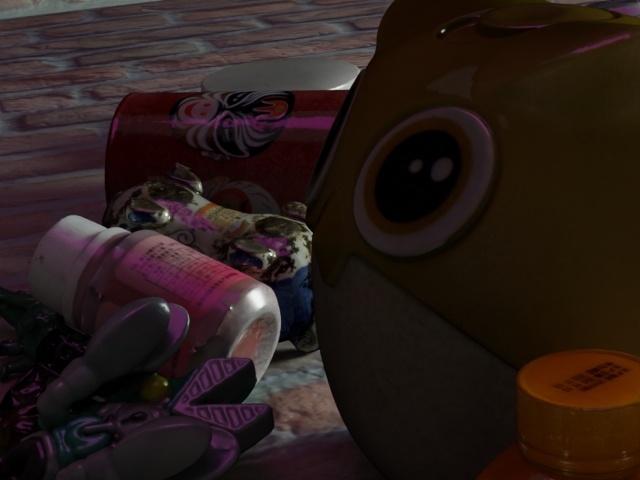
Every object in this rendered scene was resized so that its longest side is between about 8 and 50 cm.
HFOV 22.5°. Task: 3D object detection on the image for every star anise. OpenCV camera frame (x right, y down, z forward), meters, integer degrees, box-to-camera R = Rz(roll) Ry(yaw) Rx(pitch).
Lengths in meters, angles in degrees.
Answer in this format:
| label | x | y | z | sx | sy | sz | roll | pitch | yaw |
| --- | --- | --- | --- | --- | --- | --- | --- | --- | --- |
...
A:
| label | x | y | z | sx | sy | sz | roll | pitch | yaw |
| --- | --- | --- | --- | --- | --- | --- | --- | --- | --- |
| star anise | -0.285 | 0.171 | 1.575 | 0.212 | 0.054 | 0.157 | 3 | 22 | 26 |

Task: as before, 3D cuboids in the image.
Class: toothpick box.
| label | x | y | z | sx | sy | sz | roll | pitch | yaw |
| --- | --- | --- | --- | --- | --- | --- | --- | --- | --- |
| toothpick box | -0.063 | -0.077 | 1.896 | 0.333 | 0.204 | 0.204 | 2 | 20 | 14 |
| toothpick box | 0.181 | 0.001 | 1.401 | 0.408 | 0.425 | 0.409 | -3 | 19 | 1 |

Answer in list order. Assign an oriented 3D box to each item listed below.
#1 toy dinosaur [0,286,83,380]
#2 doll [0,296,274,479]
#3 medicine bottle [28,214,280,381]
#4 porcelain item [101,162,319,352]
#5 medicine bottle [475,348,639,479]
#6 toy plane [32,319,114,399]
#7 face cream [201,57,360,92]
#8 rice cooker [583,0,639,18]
| label | x | y | z | sx | sy | sz | roll | pitch | yaw |
| --- | --- | --- | --- | --- | --- | --- | --- | --- | --- |
| toy dinosaur | -0.326 | 0.094 | 1.768 | 0.292 | 0.079 | 0.120 | 17 | 23 | 40 |
| doll | -0.165 | 0.174 | 1.433 | 0.195 | 0.153 | 0.258 | 38 | 66 | 23 |
| medicine bottle | -0.171 | 0.066 | 1.635 | 0.247 | 0.147 | 0.147 | 25 | 31 | 23 |
| porcelain item | -0.115 | 0.040 | 1.758 | 0.288 | 0.186 | 0.138 | 17 | 31 | 20 |
| medicine bottle | 0.191 | 0.199 | 1.146 | 0.149 | 0.222 | 0.112 | -16 | 23 | -31 |
| toy plane | -0.211 | 0.134 | 1.578 | 0.197 | 0.078 | 0.053 | 26 | 76 | 24 |
| face cream | -0.047 | -0.136 | 2.193 | 0.218 | 0.179 | 0.218 | -4 | 20 | 1 |
| rice cooker | 0.385 | -0.138 | 1.966 | 0.264 | 0.317 | 0.316 | 1 | 17 | -20 |
